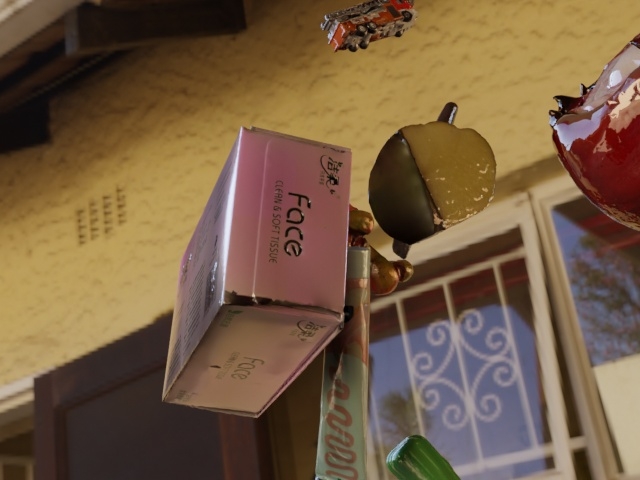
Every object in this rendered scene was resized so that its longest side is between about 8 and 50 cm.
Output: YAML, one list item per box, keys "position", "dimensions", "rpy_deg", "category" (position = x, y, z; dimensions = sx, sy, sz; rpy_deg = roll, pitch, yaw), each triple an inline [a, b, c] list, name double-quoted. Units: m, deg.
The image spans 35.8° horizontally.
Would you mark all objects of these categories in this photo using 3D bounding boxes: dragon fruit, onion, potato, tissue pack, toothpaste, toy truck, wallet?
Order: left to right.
- position: [-0.055, 0.034, 0.795]
  dimensions: [0.092, 0.148, 0.246]
  rpy_deg: [10, -27, -14]
  category: "tissue pack"
- position: [0.000, 0.000, 1.053]
  dimensions: [0.208, 0.150, 0.133]
  rpy_deg: [23, -61, 2]
  category: "dragon fruit"
- position: [0.020, 0.108, 0.825]
  dimensions: [0.056, 0.205, 0.036]
  rpy_deg: [6, 7, 42]
  category: "toothpaste"
- position: [0.039, -0.157, 0.708]
  dimensions: [0.083, 0.032, 0.024]
  rpy_deg: [-24, -23, -32]
  category: "toy truck"
- position: [0.177, -0.104, 1.664]
  dimensions: [0.049, 0.229, 0.182]
  rpy_deg: [18, -36, 6]
  category: "wallet"
- position: [0.099, -0.049, 0.854]
  dimensions: [0.103, 0.096, 0.066]
  rpy_deg: [-11, -7, -39]
  category: "potato"
- position: [0.488, -0.159, 1.300]
  dimensions: [0.341, 0.341, 0.341]
  rpy_deg: [-8, -23, -3]
  category: "onion"

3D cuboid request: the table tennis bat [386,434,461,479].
- position: [0.156, 0.271, 0.857]
  dimensions: [0.160, 0.257, 0.039]
  rpy_deg: [-44, -16, 0]
  category: "table tennis bat"
